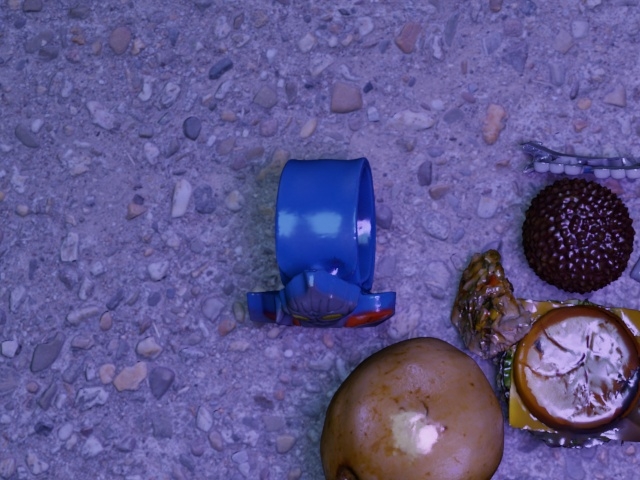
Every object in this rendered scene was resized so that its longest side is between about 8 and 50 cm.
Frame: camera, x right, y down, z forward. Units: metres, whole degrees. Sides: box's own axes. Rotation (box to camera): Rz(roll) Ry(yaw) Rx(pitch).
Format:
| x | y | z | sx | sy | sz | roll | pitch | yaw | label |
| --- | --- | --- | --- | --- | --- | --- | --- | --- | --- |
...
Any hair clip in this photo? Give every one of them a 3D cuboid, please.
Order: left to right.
| x | y | z | sx | sy | sz | roll | pitch | yaw | label |
| --- | --- | --- | --- | --- | --- | --- | --- | --- | --- |
| 0.431 | -0.127 | 1.815 | 0.220 | 0.140 | 0.054 | 8 | 98 | 30 | hair clip |

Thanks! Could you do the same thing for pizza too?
| x | y | z | sx | sy | sz | roll | pitch | yaw | label |
| --- | --- | --- | --- | --- | --- | --- | --- | --- | --- |
| 0.253 | 0.110 | 1.744 | 0.069 | 0.226 | 0.147 | 18 | 117 | -17 | pizza |

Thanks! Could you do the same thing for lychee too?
| x | y | z | sx | sy | sz | roll | pitch | yaw | label |
| --- | --- | --- | --- | --- | --- | --- | --- | --- | --- |
| 0.405 | -0.011 | 1.758 | 0.188 | 0.188 | 0.188 | -2 | 75 | 8 | lychee |

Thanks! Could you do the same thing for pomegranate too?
| x | y | z | sx | sy | sz | roll | pitch | yaw | label |
| --- | --- | --- | --- | --- | --- | --- | --- | --- | --- |
| 0.131 | 0.290 | 1.664 | 0.307 | 0.307 | 0.307 | -2 | 75 | 8 | pomegranate |

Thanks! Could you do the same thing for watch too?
| x | y | z | sx | sy | sz | roll | pitch | yaw | label |
| --- | --- | --- | --- | --- | --- | --- | --- | --- | --- |
| 0.000 | 0.000 | 1.755 | 0.241 | 0.305 | 0.275 | 1 | 83 | 8 | watch |

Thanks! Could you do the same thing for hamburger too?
| x | y | z | sx | sy | sz | roll | pitch | yaw | label |
| --- | --- | --- | --- | --- | --- | --- | --- | --- | --- |
| 0.397 | 0.204 | 1.727 | 0.261 | 0.139 | 0.243 | 7 | 77 | 10 | hamburger |

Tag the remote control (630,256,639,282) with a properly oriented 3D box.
| x | y | z | sx | sy | sz | roll | pitch | yaw | label |
| --- | --- | --- | --- | --- | --- | --- | --- | --- | --- |
| 0.588 | 0.081 | 1.789 | 0.184 | 0.027 | 0.050 | 30 | 82 | 14 | remote control |
